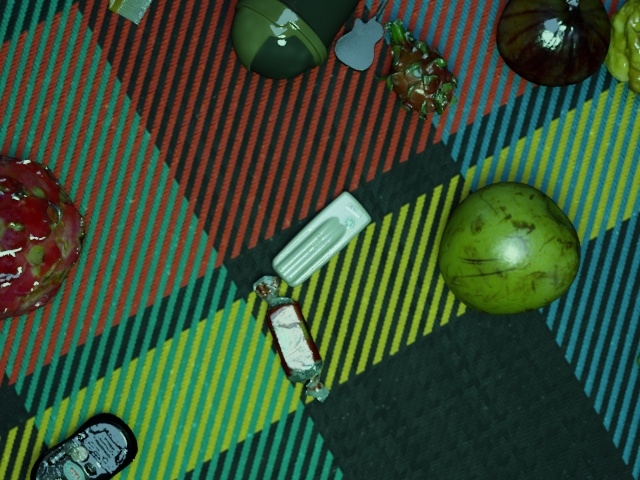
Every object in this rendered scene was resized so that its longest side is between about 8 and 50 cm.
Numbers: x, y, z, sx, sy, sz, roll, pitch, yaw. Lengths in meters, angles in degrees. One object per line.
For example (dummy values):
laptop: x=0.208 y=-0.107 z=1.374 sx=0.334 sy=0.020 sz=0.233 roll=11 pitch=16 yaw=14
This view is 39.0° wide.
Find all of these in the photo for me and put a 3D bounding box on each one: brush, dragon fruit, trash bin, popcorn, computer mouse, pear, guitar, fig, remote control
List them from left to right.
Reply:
dragon fruit: x=-0.685 y=-0.017 z=1.810 sx=0.371 sy=0.249 sz=0.386 roll=-40 pitch=93 yaw=-6
computer mouse: x=-0.486 y=0.459 z=1.874 sx=0.233 sy=0.096 sz=0.137 roll=-35 pitch=95 yaw=-6
brush: x=-0.480 y=-0.569 z=1.927 sx=0.272 sy=0.013 sz=0.103 roll=30 pitch=88 yaw=0
trash bin: x=-0.042 y=-0.472 z=1.844 sx=0.214 sy=0.214 sz=0.334 roll=38 pitch=80 yaw=-1
remote control: x=0.000 y=0.000 z=1.915 sx=0.230 sy=0.049 sz=0.090 roll=-43 pitch=93 yaw=-3
guitar: x=0.115 y=-0.471 z=1.936 sx=0.088 sy=0.025 sz=0.233 roll=31 pitch=89 yaw=0
dragon fruit: x=0.189 y=-0.357 z=1.888 sx=0.137 sy=0.135 sz=0.236 roll=-41 pitch=82 yaw=2
pear: x=0.378 y=0.022 z=1.828 sx=0.283 sy=0.283 sz=0.284 roll=0 pitch=89 yaw=-2
fig: x=0.482 y=-0.431 z=1.865 sx=0.235 sy=0.214 sz=0.235 roll=-5 pitch=113 yaw=-11
popcorn: x=0.689 y=-0.420 z=1.875 sx=0.190 sy=0.191 sz=0.254 roll=10 pitch=98 yaw=12

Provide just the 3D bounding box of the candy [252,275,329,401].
candy: x=-0.059 y=0.208 z=1.906 sx=0.086 sy=0.059 sz=0.292 roll=-22 pitch=90 yaw=-5

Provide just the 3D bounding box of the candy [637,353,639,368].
candy: x=0.770 y=0.229 z=1.941 sx=0.202 sy=0.061 sz=0.061 roll=-25 pitch=90 yaw=-10
